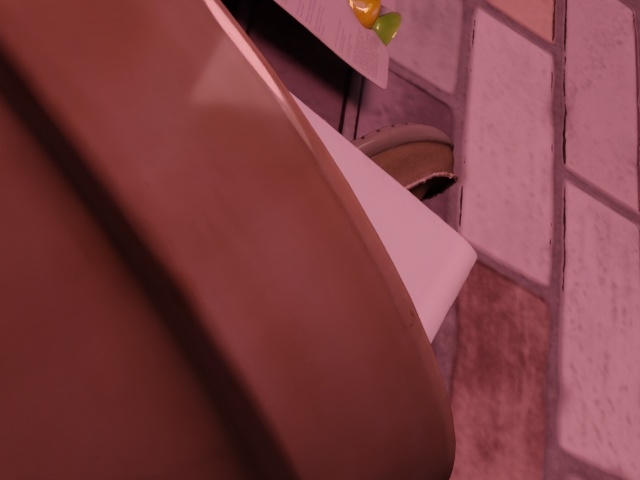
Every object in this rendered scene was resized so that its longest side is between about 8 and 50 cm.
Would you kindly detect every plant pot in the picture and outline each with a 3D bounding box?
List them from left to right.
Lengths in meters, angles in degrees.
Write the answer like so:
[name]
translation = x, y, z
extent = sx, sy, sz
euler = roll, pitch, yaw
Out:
[plant pot]
translation = -0.158, 0.048, 0.543
extent = 0.280, 0.323, 0.323
euler = -36, 88, -14

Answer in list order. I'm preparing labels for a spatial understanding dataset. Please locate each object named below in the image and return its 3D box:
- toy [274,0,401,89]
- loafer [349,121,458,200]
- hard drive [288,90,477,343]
[toy]
translation = -0.044, -0.209, 1.040
extent = 0.237, 0.056, 0.137
euler = 35, 41, -25
[loafer]
translation = 0.000, 0.000, 0.916
extent = 0.251, 0.094, 0.087
euler = -26, 84, -37
[hard drive]
translation = -0.080, 0.071, 0.759
extent = 0.233, 0.047, 0.353
euler = 39, 58, -13
